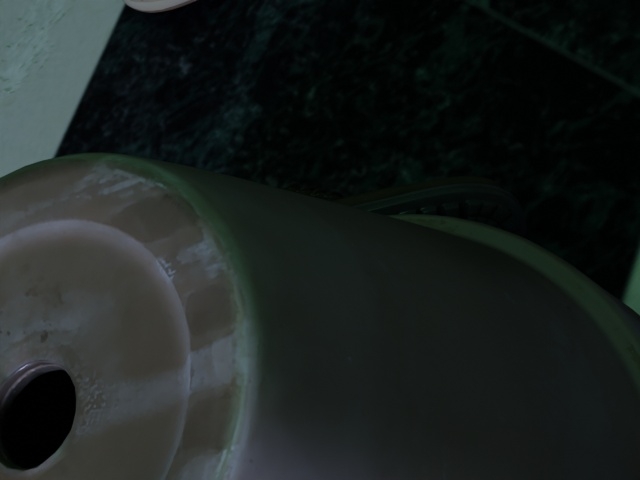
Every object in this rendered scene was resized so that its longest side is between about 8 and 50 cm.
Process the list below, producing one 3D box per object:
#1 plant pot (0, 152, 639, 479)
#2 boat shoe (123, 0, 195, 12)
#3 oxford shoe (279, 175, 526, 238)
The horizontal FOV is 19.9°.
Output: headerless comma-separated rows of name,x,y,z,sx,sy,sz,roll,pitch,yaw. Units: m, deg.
plant pot,-0.029,0.107,0.710,0.323,0.280,0.323,-13,63,27
boat shoe,-0.026,-0.293,1.146,0.342,0.123,0.123,-41,43,7
oxford shoe,0.000,0.000,0.947,0.227,0.083,0.096,-15,39,24
